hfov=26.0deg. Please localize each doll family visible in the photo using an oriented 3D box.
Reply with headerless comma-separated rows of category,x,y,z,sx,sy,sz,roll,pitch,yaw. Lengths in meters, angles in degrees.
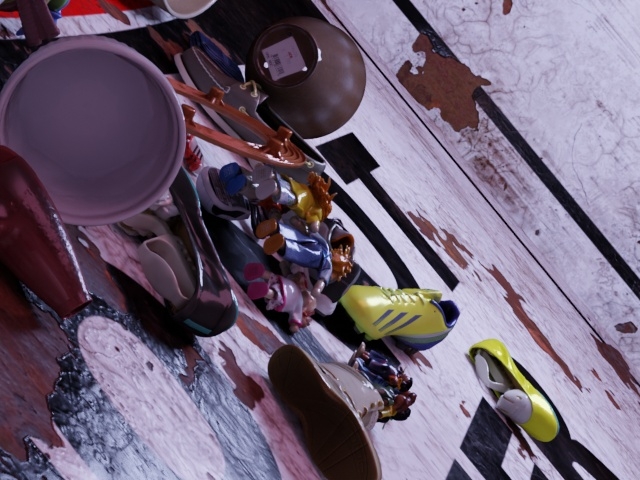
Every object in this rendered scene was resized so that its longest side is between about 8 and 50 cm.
doll family,0.087,0.202,1.914,0.111,0.076,0.193,30,22,0
doll family,-0.028,-0.009,1.915,0.163,0.118,0.263,25,45,-52

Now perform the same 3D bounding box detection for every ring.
ring,-0.169,-0.189,1.948,0.337,0.032,0.336,26,12,-6

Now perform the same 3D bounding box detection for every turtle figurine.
turtle figurine,-0.408,-0.392,1.716,0.198,0.274,0.266,19,10,22

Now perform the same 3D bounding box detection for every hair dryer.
hair dryer,-0.339,-0.015,1.320,0.293,0.080,0.223,35,37,-29

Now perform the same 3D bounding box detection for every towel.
towel,-0.181,-0.319,2.445,0.119,0.029,0.067,41,18,-29

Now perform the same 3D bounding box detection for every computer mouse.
computer mouse,-0.132,-0.061,1.975,0.193,0.042,0.106,20,48,-64

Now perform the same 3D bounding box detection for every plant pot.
plant pot,-0.041,-0.291,2.344,0.215,0.215,0.230,52,5,7

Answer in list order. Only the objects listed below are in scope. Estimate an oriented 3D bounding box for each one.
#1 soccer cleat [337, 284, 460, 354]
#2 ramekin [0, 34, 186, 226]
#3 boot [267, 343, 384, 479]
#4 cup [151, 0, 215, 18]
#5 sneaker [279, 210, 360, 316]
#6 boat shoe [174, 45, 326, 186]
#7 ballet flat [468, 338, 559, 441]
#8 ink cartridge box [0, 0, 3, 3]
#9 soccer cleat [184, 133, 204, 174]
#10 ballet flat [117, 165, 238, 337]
soccer cleat,0.123,0.103,2.152,0.289,0.121,0.093,23,32,-57
ramekin,-0.255,-0.129,1.527,0.207,0.207,0.109,43,8,-23
boot,0.035,0.228,1.727,0.213,0.077,0.165,55,15,26
cup,-0.273,-0.572,2.344,0.237,0.331,0.331,26,10,16
sneaker,0.000,0.000,2.083,0.100,0.108,0.271,37,19,-34
boat shoe,-0.114,-0.204,2.253,0.305,0.091,0.109,50,16,-2
ballet flat,0.334,0.267,2.469,0.077,0.077,0.231,4,41,-39
ink cartridge box,-0.451,-0.313,1.449,0.237,0.172,0.100,48,16,-7
soccer cleat,-0.186,-0.128,2.013,0.035,0.029,0.083,44,18,-52
ballet flat,-0.182,-0.009,1.651,0.096,0.095,0.280,12,40,-47
